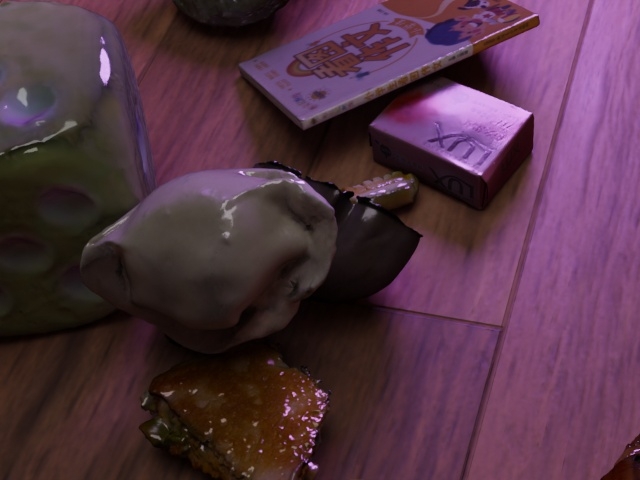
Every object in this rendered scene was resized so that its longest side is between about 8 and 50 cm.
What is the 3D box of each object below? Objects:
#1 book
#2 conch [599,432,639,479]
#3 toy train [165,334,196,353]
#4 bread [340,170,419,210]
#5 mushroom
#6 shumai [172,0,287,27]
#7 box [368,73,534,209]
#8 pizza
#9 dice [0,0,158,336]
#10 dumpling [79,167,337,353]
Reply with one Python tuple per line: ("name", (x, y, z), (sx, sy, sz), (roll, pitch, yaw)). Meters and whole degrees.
("book", (0.072, -0.220, 1.440), (0.296, 0.020, 0.208), (-25, 32, -12))
("conch", (0.254, 0.236, 1.008), (0.080, 0.086, 0.232), (8, 49, 17))
("toy train", (-0.112, 0.048, 1.259), (0.087, 0.050, 0.137), (1, 48, 4))
("bread", (0.061, -0.045, 1.321), (0.088, 0.033, 0.049), (-20, 35, -13))
("mushroom", (0.000, 0.000, 1.230), (0.188, 0.141, 0.117), (17, 90, 34))
("shumai", (-0.060, -0.375, 1.581), (0.272, 0.204, 0.222), (-28, 76, 18))
("box", (0.139, -0.110, 1.349), (0.156, 0.060, 0.111), (25, 59, 28))
("pizza", (-0.060, 0.172, 1.130), (0.147, 0.069, 0.226), (-32, 43, -28))
("dice", (-0.298, -0.074, 1.261), (0.250, 0.254, 0.252), (-10, 47, -3))
("dumpling", (-0.092, 0.018, 1.135), (0.250, 0.162, 0.132), (-18, 25, 21))
